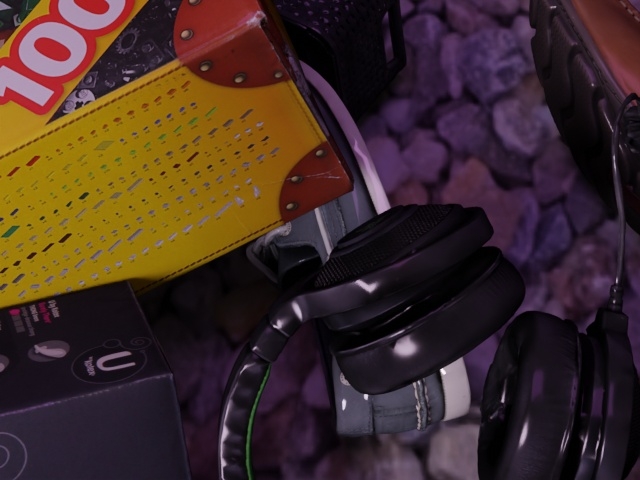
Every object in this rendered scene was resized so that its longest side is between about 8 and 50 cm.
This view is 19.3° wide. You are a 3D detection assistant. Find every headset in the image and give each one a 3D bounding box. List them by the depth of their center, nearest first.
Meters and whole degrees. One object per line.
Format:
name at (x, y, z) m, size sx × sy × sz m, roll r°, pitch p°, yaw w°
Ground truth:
headset at (0.104, 0.066, 1.187) m, size 0.243 × 0.185 × 0.394 m, roll 39°, pitch 94°, yaw -7°

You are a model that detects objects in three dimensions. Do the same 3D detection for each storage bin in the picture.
storage bin at (-0.033, -0.173, 1.447) m, size 0.180 × 0.122 × 0.084 m, roll 28°, pitch 62°, yaw 25°

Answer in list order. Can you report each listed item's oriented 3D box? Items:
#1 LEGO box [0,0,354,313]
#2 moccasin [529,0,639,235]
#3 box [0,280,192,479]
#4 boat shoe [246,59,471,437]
LEGO box at (-0.278, -0.108, 1.287) m, size 0.500 × 0.193 × 0.372 m, roll -27°, pitch 53°, yaw 4°
moccasin at (0.278, -0.070, 1.317) m, size 0.147 × 0.139 × 0.380 m, roll -29°, pitch 55°, yaw -14°
box at (-0.221, 0.151, 1.165) m, size 0.270 × 0.165 × 0.143 m, roll -14°, pitch 26°, yaw -12°
boat shoe at (0.000, 0.000, 1.322) m, size 0.099 × 0.116 × 0.319 m, roll -20°, pitch 59°, yaw -10°
